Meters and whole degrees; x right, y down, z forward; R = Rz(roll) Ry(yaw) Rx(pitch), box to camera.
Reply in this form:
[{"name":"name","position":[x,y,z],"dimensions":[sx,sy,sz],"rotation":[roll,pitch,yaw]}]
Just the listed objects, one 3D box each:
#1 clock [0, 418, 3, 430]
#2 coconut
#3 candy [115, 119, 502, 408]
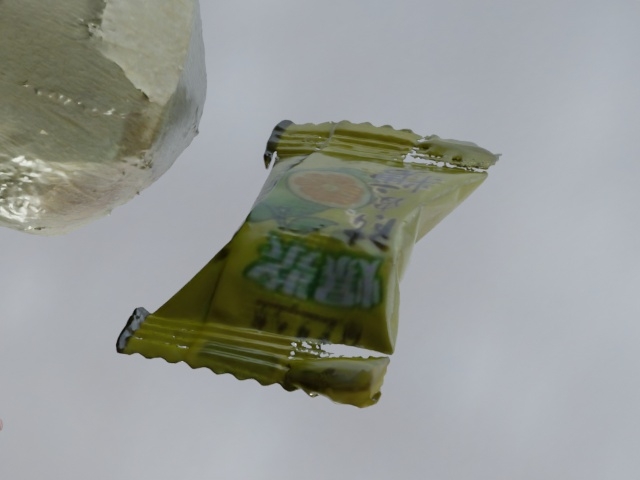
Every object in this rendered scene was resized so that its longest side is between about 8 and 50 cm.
[{"name":"clock","position":[-0.376,0.172,1.458],"dimensions":[0.241,0.142,0.227],"rotation":[32,-63,-9]},{"name":"coconut","position":[-0.189,-0.129,1.279],"dimensions":[0.247,0.245,0.245],"rotation":[17,-60,-23]},{"name":"candy","position":[0.000,0.000,1.289],"dimensions":[0.187,0.297,0.081],"rotation":[8,-50,18]}]
